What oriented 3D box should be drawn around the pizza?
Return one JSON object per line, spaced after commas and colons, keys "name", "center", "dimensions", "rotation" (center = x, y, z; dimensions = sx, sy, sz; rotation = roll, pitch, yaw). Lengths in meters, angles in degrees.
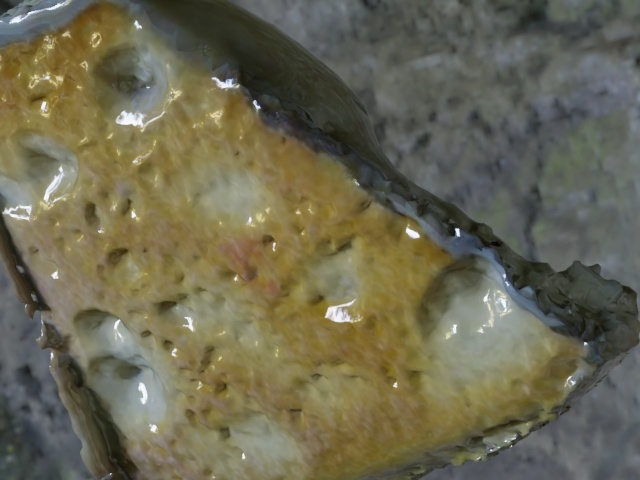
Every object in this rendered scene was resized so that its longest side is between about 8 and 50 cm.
{"name": "pizza", "center": [-0.008, -0.006, 0.445], "dimensions": [0.204, 0.188, 0.080], "rotation": [-12, 21, 37]}
